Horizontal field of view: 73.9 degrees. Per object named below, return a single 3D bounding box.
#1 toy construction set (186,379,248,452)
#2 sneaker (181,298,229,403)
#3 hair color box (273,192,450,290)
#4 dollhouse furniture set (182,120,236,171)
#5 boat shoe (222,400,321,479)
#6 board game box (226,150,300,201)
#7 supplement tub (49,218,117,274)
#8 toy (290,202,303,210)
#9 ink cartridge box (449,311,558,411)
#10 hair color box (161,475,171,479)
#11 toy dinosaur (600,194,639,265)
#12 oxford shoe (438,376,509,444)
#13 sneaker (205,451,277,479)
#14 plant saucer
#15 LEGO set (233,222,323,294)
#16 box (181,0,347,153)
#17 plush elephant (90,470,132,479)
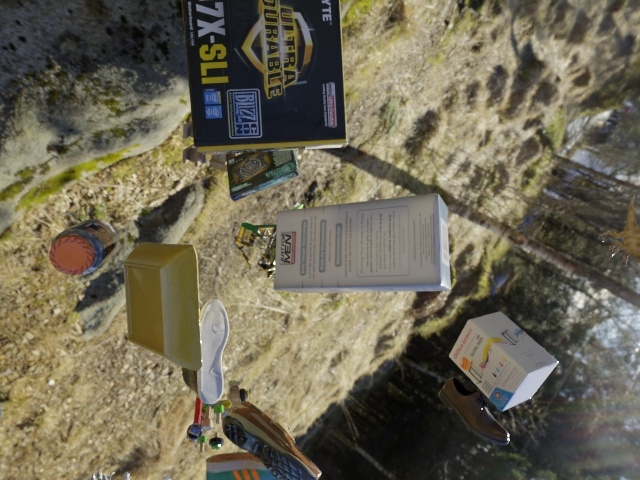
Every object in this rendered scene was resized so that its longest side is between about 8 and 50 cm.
[{"bbox_3d":[-0.402,0.644,1.665,0.257,0.237,0.309,-11,138,3],"label":"toy construction set"},{"bbox_3d":[-0.355,0.323,1.276,0.104,0.147,0.296,7,81,-40],"label":"sneaker"},{"bbox_3d":[0.084,0.018,0.941,0.113,0.374,0.185,24,65,-62],"label":"hair color box"},{"bbox_3d":[-0.271,-0.328,1.262,0.161,0.212,0.242,-65,169,-60],"label":"dollhouse furniture set"},{"bbox_3d":[-0.133,0.589,1.255,0.120,0.324,0.123,-44,166,-55],"label":"boat shoe"},{"bbox_3d":[-0.147,-0.184,1.071,0.186,0.126,0.026,-19,149,14],"label":"board game box"},{"bbox_3d":[-0.587,0.017,1.058,0.117,0.190,0.117,-3,103,-12],"label":"supplement tub"},{"bbox_3d":[0.000,0.000,1.190,0.056,0.237,0.137,-31,-169,17],"label":"toy"},{"bbox_3d":[0.566,0.372,1.341,0.168,0.233,0.171,-4,125,-33],"label":"ink cartridge box"},{"bbox_3d":[-0.522,0.824,1.254,0.174,0.105,0.347,-38,169,-21],"label":"hair color box"},{"bbox_3d":[0.678,-0.005,0.937,0.053,0.092,0.183,34,51,-24],"label":"toy dinosaur"},{"bbox_3d":[0.455,0.494,1.245,0.082,0.227,0.096,-8,127,-46],"label":"oxford shoe"},{"bbox_3d":[-0.225,0.767,1.389,0.108,0.302,0.121,30,56,-81],"label":"sneaker"},{"bbox_3d":[-0.455,0.175,1.178,0.081,0.332,0.333,-4,94,-46],"label":"plant saucer"},{"bbox_3d":[-0.146,0.085,1.448,0.255,0.331,0.192,-13,128,-58],"label":"LEGO set"},{"bbox_3d":[-0.090,-0.314,0.717,0.079,0.257,0.322,-86,174,-85],"label":"box"},{"bbox_3d":[-0.199,0.464,0.466,0.272,0.255,0.330,20,83,-61],"label":"plush elephant"}]
